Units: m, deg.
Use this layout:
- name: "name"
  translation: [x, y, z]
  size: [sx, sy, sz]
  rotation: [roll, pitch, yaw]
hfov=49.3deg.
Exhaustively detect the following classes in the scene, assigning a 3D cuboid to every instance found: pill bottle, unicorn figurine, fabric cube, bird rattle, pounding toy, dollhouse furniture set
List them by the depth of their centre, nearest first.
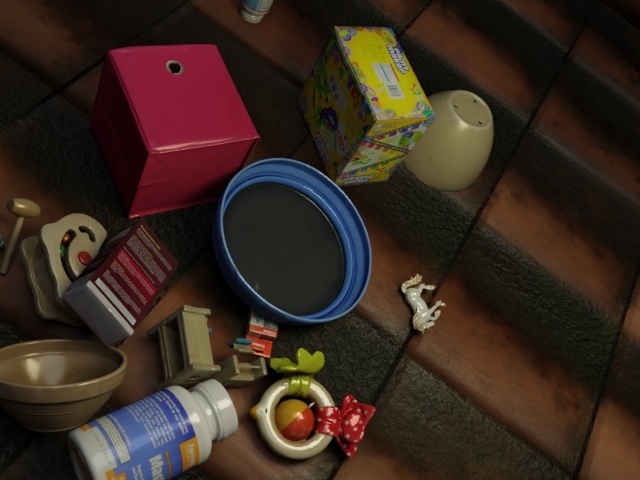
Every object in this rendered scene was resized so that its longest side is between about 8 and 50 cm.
- name: "pill bottle"
  translation: [-0.289, 0.350, 1.231]
  size: [0.272, 0.152, 0.152]
  rotation: [-20, 70, -33]
- name: "pounding toy"
  translation: [-0.516, 0.045, 1.370]
  size: [0.154, 0.155, 0.269]
  rotation: [0, 67, -58]
- name: "dollhouse furniture set"
  translation: [-0.226, 0.224, 1.380]
  size: [0.184, 0.129, 0.129]
  rotation: [16, 50, -46]
- name: "bird rattle"
  translation: [-0.029, 0.349, 1.407]
  size: [0.207, 0.143, 0.253]
  rotation: [-37, 93, -26]
- name: "fabric cube"
  translation: [-0.324, -0.240, 1.518]
  size: [0.254, 0.259, 0.258]
  rotation: [-13, 68, -32]
- name: "unicorn figurine"
  translation: [0.246, 0.161, 1.672]
  size: [0.111, 0.060, 0.162]
  rotation: [-18, 53, -32]
- name: "pill bottle"
  translation: [-0.170, -0.685, 1.933]
  size: [0.087, 0.160, 0.087]
  rotation: [12, 56, -19]

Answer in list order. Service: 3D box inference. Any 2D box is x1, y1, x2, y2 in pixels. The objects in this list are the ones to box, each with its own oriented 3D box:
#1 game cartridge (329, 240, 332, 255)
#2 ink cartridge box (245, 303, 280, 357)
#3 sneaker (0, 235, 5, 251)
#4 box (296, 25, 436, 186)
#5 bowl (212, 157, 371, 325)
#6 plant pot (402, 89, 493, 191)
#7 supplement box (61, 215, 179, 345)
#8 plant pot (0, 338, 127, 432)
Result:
- name: "game cartridge"
  translation: [0.000, 0.000, 1.676]
  size: [0.056, 0.017, 0.083]
  rotation: [7, 57, -17]
- name: "ink cartridge box"
  translation: [-0.124, 0.187, 1.490]
  size: [0.063, 0.029, 0.115]
  rotation: [17, 54, -16]
- name: "sneaker"
  translation: [-0.649, -0.007, 1.355]
  size: [0.076, 0.065, 0.166]
  rotation: [26, 54, -29]
- name: "box"
  translation: [0.103, -0.336, 1.768]
  size: [0.177, 0.279, 0.290]
  rotation: [-8, 65, -29]
- name: "bowl"
  translation: [-0.063, 0.005, 1.556]
  size: [0.391, 0.077, 0.391]
  rotation: [17, 58, -29]
- name: "plant pot"
  translation: [0.366, -0.305, 1.931]
  size: [0.284, 0.191, 0.284]
  rotation: [12, 55, -18]
- name: "supplement box"
  translation: [-0.377, 0.073, 1.342]
  size: [0.130, 0.073, 0.239]
  rotation: [56, 28, -21]
- name: "plant pot"
  translation: [-0.458, 0.257, 1.207]
  size: [0.237, 0.237, 0.109]
  rotation: [0, 101, -26]
